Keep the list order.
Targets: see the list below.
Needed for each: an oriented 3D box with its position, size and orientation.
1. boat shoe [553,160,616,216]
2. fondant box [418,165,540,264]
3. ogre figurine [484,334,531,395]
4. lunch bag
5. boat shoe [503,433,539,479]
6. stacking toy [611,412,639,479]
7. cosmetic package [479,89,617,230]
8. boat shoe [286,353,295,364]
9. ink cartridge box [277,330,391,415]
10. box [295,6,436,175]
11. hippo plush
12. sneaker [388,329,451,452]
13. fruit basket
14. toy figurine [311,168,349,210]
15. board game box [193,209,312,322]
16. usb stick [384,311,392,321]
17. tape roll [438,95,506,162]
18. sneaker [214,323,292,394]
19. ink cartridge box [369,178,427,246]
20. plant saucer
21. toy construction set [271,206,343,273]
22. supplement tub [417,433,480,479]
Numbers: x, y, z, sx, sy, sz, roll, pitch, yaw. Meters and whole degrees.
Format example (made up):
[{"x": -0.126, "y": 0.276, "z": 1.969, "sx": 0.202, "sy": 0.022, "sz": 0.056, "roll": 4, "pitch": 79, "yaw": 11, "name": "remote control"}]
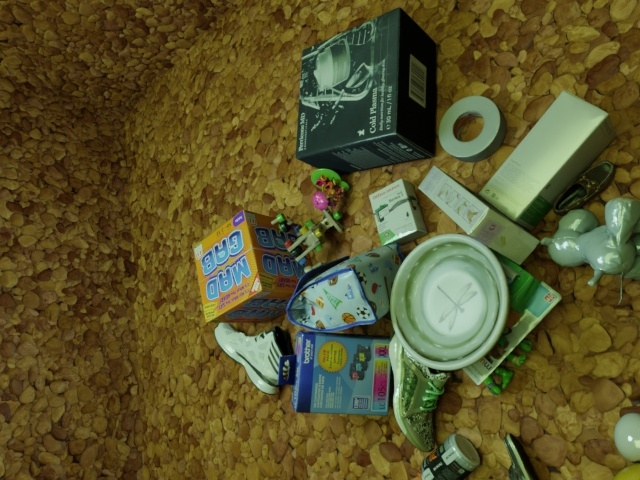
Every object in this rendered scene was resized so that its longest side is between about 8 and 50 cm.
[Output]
[{"x": 0.776, "y": -0.151, "z": 1.331, "sx": 0.207, "sy": 0.073, "sz": 0.073, "roll": -52, "pitch": 51, "yaw": 16, "name": "boat shoe"}, {"x": 0.475, "y": -0.086, "z": 1.393, "sx": 0.096, "sy": 0.238, "sz": 0.330, "roll": -56, "pitch": 28, "yaw": 16, "name": "fondant box"}, {"x": 0.554, "y": 0.373, "z": 1.409, "sx": 0.118, "sy": 0.096, "sz": 0.197, "roll": 32, "pitch": 120, "yaw": 22, "name": "ogre figurine"}, {"x": 0.096, "y": 0.180, "z": 1.648, "sx": 0.385, "sy": 0.327, "sz": 0.239, "roll": -27, "pitch": 86, "yaw": 42, "name": "lunch bag"}, {"x": 0.586, "y": 0.687, "z": 1.322, "sx": 0.073, "sy": 0.080, "sz": 0.224, "roll": -34, "pitch": 66, "yaw": 25, "name": "boat shoe"}, {"x": 0.791, "y": 0.656, "z": 1.056, "sx": 0.350, "sy": 0.350, "sz": 0.481, "roll": -24, "pitch": 50, "yaw": 35, "name": "stacking toy"}, {"x": 0.675, "y": -0.227, "z": 1.354, "sx": 0.366, "sy": 0.196, "sz": 0.155, "roll": -54, "pitch": 53, "yaw": 20, "name": "cosmetic package"}, {"x": 0.021, "y": 0.481, "z": 1.828, "sx": 0.340, "sy": 0.127, "sz": 0.158, "roll": 13, "pitch": 83, "yaw": 33, "name": "boat shoe"}, {"x": 0.043, "y": 0.471, "z": 1.623, "sx": 0.151, "sy": 0.394, "sz": 0.270, "roll": 138, "pitch": 136, "yaw": -79, "name": "ink cartridge box"}, {"x": 0.177, "y": -0.546, "z": 1.778, "sx": 0.471, "sy": 0.297, "sz": 0.481, "roll": -5, "pitch": 78, "yaw": 42, "name": "box"}, {"x": 0.773, "y": 0.027, "z": 1.251, "sx": 0.295, "sy": 0.234, "sz": 0.236, "roll": -64, "pitch": 18, "yaw": -8, "name": "hippo plush"}, {"x": 0.345, "y": 0.487, "z": 1.501, "sx": 0.182, "sy": 0.158, "sz": 0.411, "roll": -19, "pitch": 74, "yaw": 42, "name": "sneaker"}, {"x": 0.489, "y": 0.201, "z": 1.401, "sx": 0.353, "sy": 0.165, "sz": 0.327, "roll": -47, "pitch": 43, "yaw": 7, "name": "fruit basket"}, {"x": 0.030, "y": -0.187, "z": 1.879, "sx": 0.130, "sy": 0.173, "sz": 0.159, "roll": -43, "pitch": 28, "yaw": 51, "name": "toy figurine"}, {"x": -0.283, "y": 0.133, "z": 1.984, "sx": 0.356, "sy": 0.356, "sz": 0.357, "roll": -32, "pitch": 63, "yaw": 31, "name": "board game box"}, {"x": 0.344, "y": 0.293, "z": 1.628, "sx": 0.277, "sy": 0.045, "sz": 0.077, "roll": 22, "pitch": 95, "yaw": 41, "name": "usb stick"}, {"x": 0.531, "y": -0.389, "z": 1.588, "sx": 0.219, "sy": 0.072, "sz": 0.220, "roll": -10, "pitch": 74, "yaw": 39, "name": "tape roll"}, {"x": -0.286, "y": 0.458, "z": 2.072, "sx": 0.447, "sy": 0.169, "sz": 0.258, "roll": 38, "pitch": 100, "yaw": 29, "name": "sneaker"}, {"x": 0.292, "y": -0.100, "z": 1.718, "sx": 0.160, "sy": 0.092, "sz": 0.220, "roll": -27, "pitch": 66, "yaw": 33, "name": "ink cartridge box"}, {"x": 0.391, "y": 0.183, "z": 1.357, "sx": 0.400, "sy": 0.100, "sz": 0.401, "roll": -20, "pitch": 62, "yaw": 44, "name": "plant saucer"}, {"x": 0.000, "y": 0.000, "z": 1.881, "sx": 0.237, "sy": 0.257, "sz": 0.309, "roll": -31, "pitch": 76, "yaw": 17, "name": "toy construction set"}, {"x": 0.404, "y": 0.720, "z": 1.445, "sx": 0.190, "sy": 0.117, "sz": 0.117, "roll": -52, "pitch": 53, "yaw": 19, "name": "supplement tub"}]
